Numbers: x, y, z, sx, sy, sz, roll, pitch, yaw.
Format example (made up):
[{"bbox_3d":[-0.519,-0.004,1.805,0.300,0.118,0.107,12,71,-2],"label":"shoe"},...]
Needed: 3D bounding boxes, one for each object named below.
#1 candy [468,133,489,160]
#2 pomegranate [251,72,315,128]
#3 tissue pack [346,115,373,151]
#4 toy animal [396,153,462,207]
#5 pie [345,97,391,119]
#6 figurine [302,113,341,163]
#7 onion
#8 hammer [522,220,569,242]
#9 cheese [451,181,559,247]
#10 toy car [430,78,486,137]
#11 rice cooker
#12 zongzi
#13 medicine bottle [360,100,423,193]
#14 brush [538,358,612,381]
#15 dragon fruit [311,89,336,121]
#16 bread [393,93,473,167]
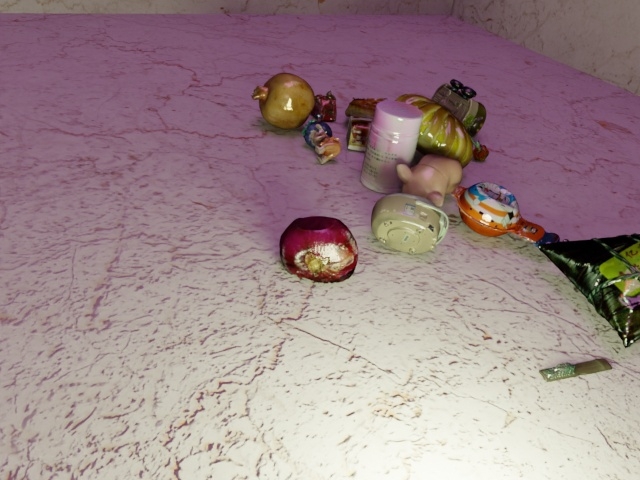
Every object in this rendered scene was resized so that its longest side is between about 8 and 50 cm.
[{"bbox_3d":[0.552,-0.337,2.184,0.060,0.060,0.201,35,4,32],"label":"candy"},{"bbox_3d":[-0.119,-0.493,2.164,0.207,0.207,0.207,8,33,-5],"label":"pomegranate"},{"bbox_3d":[0.172,-0.371,2.159,0.149,0.099,0.106,7,33,-6],"label":"tissue pack"},{"bbox_3d":[0.342,-0.184,1.873,0.167,0.154,0.250,26,36,22],"label":"toy animal"},{"bbox_3d":[0.235,-0.482,2.321,0.315,0.092,0.315,6,20,-2],"label":"pie"},{"bbox_3d":[0.007,-0.335,2.071,0.102,0.111,0.195,-20,44,-13],"label":"figurine"},{"bbox_3d":[0.000,0.000,1.525,0.195,0.139,0.218,5,29,3],"label":"onion"},{"bbox_3d":[0.644,-0.030,1.850,0.078,0.021,0.201,-20,44,-39],"label":"hammer"},{"bbox_3d":[0.530,-0.067,1.776,0.329,0.129,0.217,34,39,19],"label":"cheese"},{"bbox_3d":[0.557,-0.495,2.414,0.198,0.204,0.248,18,23,-34],"label":"toy car"},{"bbox_3d":[0.234,-0.043,1.641,0.206,0.145,0.127,19,46,6],"label":"rice cooker"},{"bbox_3d":[0.768,0.069,1.566,0.384,0.319,0.362,-25,46,-17],"label":"zongzi"},{"bbox_3d":[0.219,-0.289,1.905,0.152,0.253,0.152,8,32,-5],"label":"medicine bottle"},{"bbox_3d":[0.566,0.279,1.351,0.191,0.027,0.034,-3,37,-22],"label":"brush"},{"bbox_3d":[0.005,-0.524,2.348,0.102,0.096,0.147,-14,38,-27],"label":"dragon fruit"},{"bbox_3d":[0.381,-0.364,2.053,0.333,0.160,0.333,36,8,-6],"label":"bread"}]
